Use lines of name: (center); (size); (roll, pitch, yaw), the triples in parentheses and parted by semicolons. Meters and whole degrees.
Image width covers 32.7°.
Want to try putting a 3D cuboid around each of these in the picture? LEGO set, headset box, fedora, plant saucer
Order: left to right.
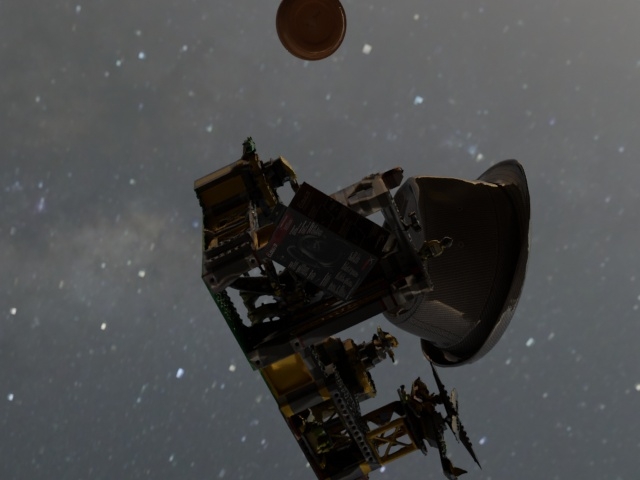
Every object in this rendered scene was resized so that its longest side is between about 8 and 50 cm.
plant saucer: (-0.009, -0.242, 1.212); (0.083, 0.083, 0.013); (4, -175, -23)
headset box: (0.000, 0.000, 0.805); (0.083, 0.062, 0.032); (30, -133, -1)
LEGO set: (0.034, 0.050, 0.978); (0.255, 0.192, 0.331); (-97, -19, -75)
fedora: (0.142, 0.014, 1.308); (0.124, 0.244, 0.275); (18, -120, -20)
